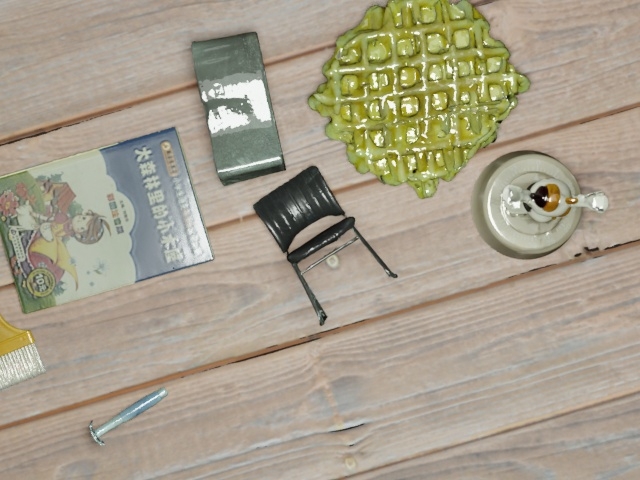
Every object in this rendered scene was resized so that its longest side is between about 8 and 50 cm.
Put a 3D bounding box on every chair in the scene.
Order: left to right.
[{"bbox_3d":[0.000,0.000,1.831,0.140,0.145,0.221,-32,89,-1],"label":"chair"}]

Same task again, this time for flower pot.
[{"bbox_3d":[-0.127,-0.207,1.851,0.108,0.103,0.229,-11,89,0],"label":"flower pot"}]

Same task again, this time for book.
[{"bbox_3d":[-0.353,-0.032,1.894,0.322,0.018,0.228,-17,90,0],"label":"book"}]

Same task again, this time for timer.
[{"bbox_3d":[0.329,-0.057,1.768,0.175,0.266,0.175,0,90,0],"label":"timer"}]

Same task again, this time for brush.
[{"bbox_3d":[-0.536,0.104,1.897,0.103,0.013,0.272,-21,89,0],"label":"brush"}]

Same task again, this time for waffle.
[{"bbox_3d":[0.152,-0.238,1.864,0.297,0.073,0.317,41,90,-1],"label":"waffle"}]

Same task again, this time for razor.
[{"bbox_3d":[-0.304,0.274,1.882,0.135,0.068,0.040,-32,93,-12],"label":"razor"}]
